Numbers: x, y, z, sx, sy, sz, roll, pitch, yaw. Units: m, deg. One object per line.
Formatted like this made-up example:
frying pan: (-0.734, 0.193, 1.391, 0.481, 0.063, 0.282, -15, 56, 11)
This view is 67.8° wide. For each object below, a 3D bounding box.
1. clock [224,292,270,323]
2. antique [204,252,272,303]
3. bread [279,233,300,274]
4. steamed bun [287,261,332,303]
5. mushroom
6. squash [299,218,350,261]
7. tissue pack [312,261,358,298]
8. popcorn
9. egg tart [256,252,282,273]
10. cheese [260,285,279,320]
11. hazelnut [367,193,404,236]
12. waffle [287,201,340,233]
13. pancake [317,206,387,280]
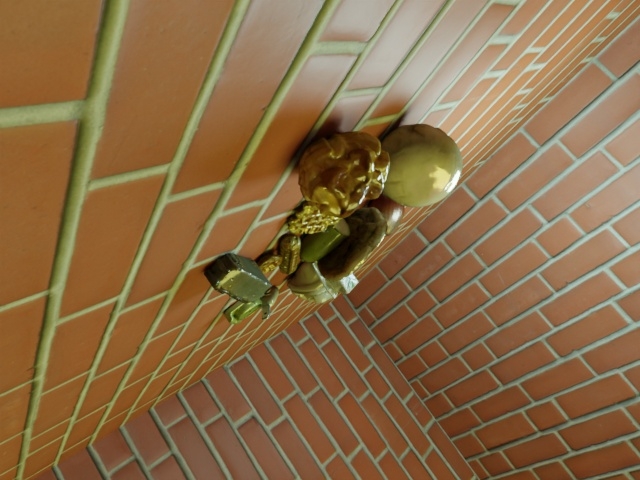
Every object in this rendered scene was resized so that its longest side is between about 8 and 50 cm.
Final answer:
clock: (-0.354, 0.320, 2.338, 0.232, 0.069, 0.170, -37, 167, -1)
antique: (-0.306, 0.130, 1.724, 0.125, 0.150, 0.284, -42, 158, 3)
bread: (-0.133, 0.063, 2.019, 0.368, 0.084, 0.077, 105, 0, -67)
steamed bun: (0.009, 0.205, 2.552, 0.309, 0.219, 0.324, -23, 161, -50)
mushroom: (0.344, -0.251, 1.714, 0.315, 0.315, 0.356, -37, 164, 1)
squash: (0.000, 0.000, 2.041, 0.247, 0.133, 0.132, -41, 166, 25)
tissue pack: (0.045, 0.157, 2.318, 0.145, 0.230, 0.159, -43, -156, -25)
popcorn: (0.067, -0.204, 1.368, 0.264, 0.225, 0.332, -28, -169, 12)
egg tart: (-0.217, 0.092, 1.943, 0.130, 0.052, 0.130, -29, 163, -10)
cheese: (-0.270, 0.325, 2.416, 0.127, 0.050, 0.235, -25, -153, 7)
hazelnut: (0.316, -0.125, 2.283, 0.186, 0.210, 0.210, -31, 166, -8)
waffle: (-0.002, -0.100, 1.806, 0.262, 0.060, 0.280, -28, 159, -2)
pancake: (0.125, 0.007, 2.070, 0.386, 0.082, 0.387, -34, -147, 27)
